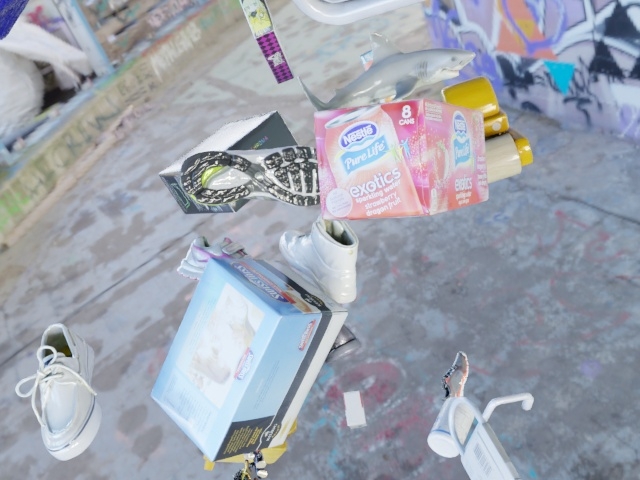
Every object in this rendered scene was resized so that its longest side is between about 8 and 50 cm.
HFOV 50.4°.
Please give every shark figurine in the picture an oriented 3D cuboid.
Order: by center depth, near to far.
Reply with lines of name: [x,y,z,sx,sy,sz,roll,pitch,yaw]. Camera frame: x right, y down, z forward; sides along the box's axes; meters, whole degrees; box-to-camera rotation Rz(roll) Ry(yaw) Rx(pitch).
shark figurine: [0.082,-0.268,1.080,0.278,0.116,0.166,-23,13,-13]

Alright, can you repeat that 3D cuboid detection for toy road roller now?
toy road roller: [0.443,-0.318,1.925,0.202,0.241,0.329,-18,25,7]

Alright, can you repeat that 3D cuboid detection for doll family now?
doll family: [-0.164,0.527,1.593,0.076,0.193,0.111,8,5,-8]

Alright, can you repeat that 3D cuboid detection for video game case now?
video game case: [-0.114,-0.415,1.216,0.041,0.210,0.232,-21,-7,4]

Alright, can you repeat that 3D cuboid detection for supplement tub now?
supplement tub: [0.273,0.389,1.416,0.071,0.071,0.107,1,36,34]

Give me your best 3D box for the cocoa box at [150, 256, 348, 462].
cocoa box: [-0.151,0.238,1.416,0.231,0.228,0.347,35,107,33]

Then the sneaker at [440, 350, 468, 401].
sneaker: [0.378,0.390,1.940,0.064,0.061,0.158,14,73,-6]

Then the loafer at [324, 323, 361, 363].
loafer: [0.009,0.246,1.638,0.109,0.095,0.302,-24,-7,-24]

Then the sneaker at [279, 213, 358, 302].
sneaker: [0.000,0.000,1.562,0.108,0.169,0.292,-12,31,-30]

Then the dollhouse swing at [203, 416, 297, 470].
dollhouse swing: [-0.219,0.553,2.165,0.315,0.305,0.347,1,50,3]

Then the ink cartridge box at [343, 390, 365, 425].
ink cartridge box: [0.107,0.521,2.090,0.056,0.135,0.099,-10,71,3]

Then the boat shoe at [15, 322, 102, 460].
boat shoe: [-0.558,0.292,1.445,0.135,0.156,0.367,-29,33,0]

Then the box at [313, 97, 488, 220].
box: [0.107,-0.095,0.810,0.128,0.123,0.257,-1,6,27]

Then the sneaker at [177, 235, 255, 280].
sneaker: [-0.206,0.053,1.594,0.252,0.111,0.103,13,1,4]

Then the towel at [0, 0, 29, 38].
towel: [-0.620,-0.442,1.268,0.227,0.076,0.308,-41,19,18]

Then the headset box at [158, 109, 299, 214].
headset box: [-0.216,-0.187,1.659,0.246,0.131,0.283,-44,25,-28]

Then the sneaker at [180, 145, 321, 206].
sneaker: [-0.108,-0.121,1.213,0.299,0.111,0.121,1,11,-22]

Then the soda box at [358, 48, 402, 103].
soda box: [0.164,-0.415,1.794,0.058,0.183,0.063,-25,14,7]

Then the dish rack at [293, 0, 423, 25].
dish rack: [0.067,-0.381,0.712,0.332,0.285,0.072,-6,56,33]

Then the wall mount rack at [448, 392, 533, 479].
wall mount rack: [0.346,0.453,1.215,0.130,0.304,0.350,-4,40,-19]
